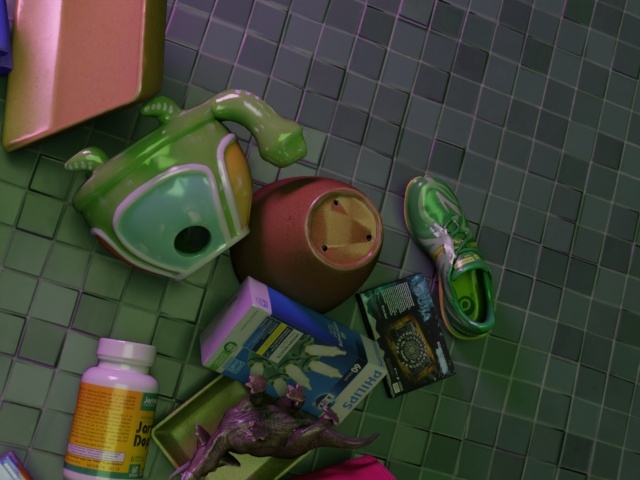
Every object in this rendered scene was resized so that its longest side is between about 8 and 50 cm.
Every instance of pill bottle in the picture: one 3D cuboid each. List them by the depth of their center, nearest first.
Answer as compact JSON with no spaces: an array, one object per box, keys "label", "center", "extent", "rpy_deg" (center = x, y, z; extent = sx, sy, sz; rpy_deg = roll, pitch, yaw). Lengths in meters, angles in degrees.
[{"label":"pill bottle","center":[-0.305,0.254,1.286],"extent":[0.117,0.117,0.208],"rpy_deg":[12,80,-14]}]

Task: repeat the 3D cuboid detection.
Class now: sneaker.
[{"label":"sneaker","center":[0.234,0.023,1.465],"extent":[0.109,0.123,0.296],"rpy_deg":[-21,89,-17]}]

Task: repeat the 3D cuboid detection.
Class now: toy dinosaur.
[{"label":"toy dinosaur","center":[-0.069,0.283,1.303],"extent":[0.313,0.160,0.121],"rpy_deg":[-4,60,-28]}]

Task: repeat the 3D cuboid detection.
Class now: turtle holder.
[{"label":"turtle holder","center":[-0.196,-0.085,1.295],"extent":[0.320,0.243,0.227],"rpy_deg":[-36,93,-23]}]

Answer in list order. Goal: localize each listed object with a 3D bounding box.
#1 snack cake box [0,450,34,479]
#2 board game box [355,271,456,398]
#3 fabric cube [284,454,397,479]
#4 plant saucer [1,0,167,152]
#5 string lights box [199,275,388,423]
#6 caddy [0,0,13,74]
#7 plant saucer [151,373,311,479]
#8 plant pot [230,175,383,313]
[{"label":"snack cake box","center":[-0.433,0.456,1.241],"extent":[0.152,0.089,0.264],"rpy_deg":[-37,94,-18]},{"label":"board game box","center":[0.146,0.160,1.474],"extent":[0.126,0.026,0.186],"rpy_deg":[-17,88,-18]},{"label":"fabric cube","center":[0.014,0.499,1.254],"extent":[0.258,0.254,0.259],"rpy_deg":[-12,101,-15]},{"label":"plant saucer","center":[-0.329,-0.307,1.262],"extent":[0.081,0.332,0.333],"rpy_deg":[16,69,-47]},{"label":"string lights box","center":[-0.040,0.173,1.331],"extent":[0.259,0.077,0.133],"rpy_deg":[29,113,-26]},{"label":"caddy","center":[-0.590,-0.316,1.210],"extent":[0.341,0.241,0.179],"rpy_deg":[-13,92,-18]},{"label":"plant saucer","center":[-0.141,0.313,1.364],"extent":[0.188,0.045,0.188],"rpy_deg":[-37,94,-17]},{"label":"plant pot","center":[0.000,0.000,1.334],"extent":[0.237,0.254,0.237],"rpy_deg":[2,84,-16]}]
